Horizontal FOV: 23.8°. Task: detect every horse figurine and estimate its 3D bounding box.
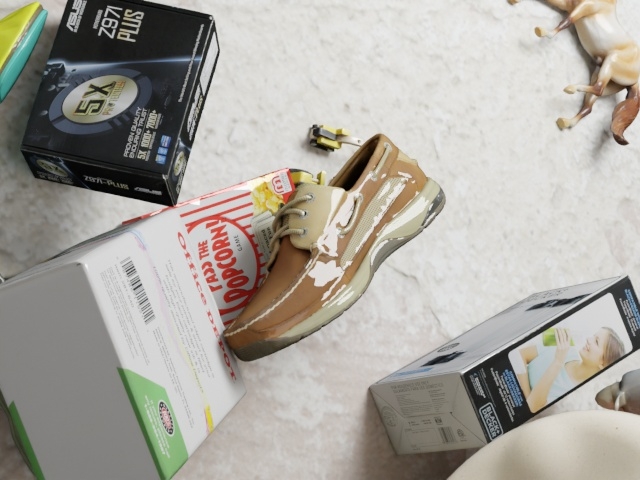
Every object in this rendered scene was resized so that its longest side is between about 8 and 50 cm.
[{"bbox_3d":[0.349,-0.252,1.946,0.174,0.066,0.263,-28,96,-30],"label":"horse figurine"}]

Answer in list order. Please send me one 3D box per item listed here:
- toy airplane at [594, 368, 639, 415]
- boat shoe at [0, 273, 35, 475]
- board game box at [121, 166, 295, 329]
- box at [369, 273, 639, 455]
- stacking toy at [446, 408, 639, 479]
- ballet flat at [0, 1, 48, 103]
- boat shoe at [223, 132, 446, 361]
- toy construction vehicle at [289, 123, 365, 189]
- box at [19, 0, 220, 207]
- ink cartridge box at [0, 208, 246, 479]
[{"bbox_3d":[0.457,0.310,1.793,0.384,0.272,0.386,18,109,-20],"label":"toy airplane"},{"bbox_3d":[-0.271,0.120,1.424,0.068,0.081,0.228,-34,109,-38],"label":"boat shoe"},{"bbox_3d":[-0.096,0.020,1.586,0.193,0.045,0.147,-21,95,-36],"label":"board game box"},{"bbox_3d":[0.218,0.139,1.723,0.290,0.169,0.087,-25,95,-35],"label":"box"},{"bbox_3d":[0.325,0.430,1.546,0.480,0.350,0.351,50,57,-35],"label":"stacking toy"},{"bbox_3d":[-0.331,-0.137,1.429,0.077,0.077,0.231,21,70,-8],"label":"ballet flat"},{"bbox_3d":[0.000,0.000,1.567,0.120,0.122,0.324,55,47,-10],"label":"boat shoe"},{"bbox_3d":[0.015,-0.084,1.690,0.098,0.035,0.086,20,71,-32],"label":"toy construction vehicle"},{"bbox_3d":[-0.191,-0.140,1.479,0.147,0.077,0.180,13,71,6],"label":"box"},{"bbox_3d":[-0.182,0.100,1.379,0.278,0.117,0.201,-43,113,-75],"label":"ink cartridge box"}]
